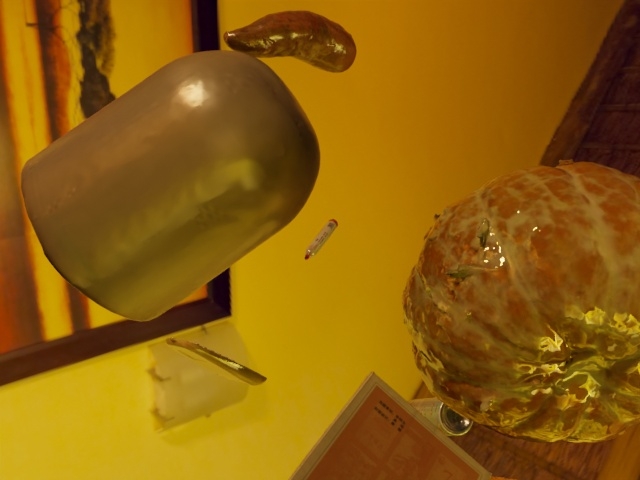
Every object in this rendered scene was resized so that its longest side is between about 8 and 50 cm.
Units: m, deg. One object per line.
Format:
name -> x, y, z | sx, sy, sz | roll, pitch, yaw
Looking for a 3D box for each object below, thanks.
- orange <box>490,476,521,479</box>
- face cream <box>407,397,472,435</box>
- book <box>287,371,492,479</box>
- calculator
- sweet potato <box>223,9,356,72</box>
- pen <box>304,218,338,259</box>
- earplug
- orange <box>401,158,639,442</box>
orange -> 0.360, 0.644, 1.258 | 0.341, 0.341, 0.293 | -25, -129, 49
face cream -> 0.221, 0.358, 1.240 | 0.075, 0.075, 0.229 | 66, -22, 10
book -> 0.057, 0.254, 0.587 | 0.170, 0.242, 0.018 | 40, -49, 10
calculator -> -0.241, 0.269, 1.365 | 0.157, 0.236, 0.033 | -3, -123, 51
sweet potato -> -0.043, -0.358, 1.080 | 0.097, 0.292, 0.097 | 5, -84, 46
pen -> 0.000, 0.000, 1.297 | 0.026, 0.218, 0.026 | 6, -68, 14
earplug -> -0.199, -0.103, 0.940 | 0.394, 0.312, 0.312 | -33, -107, 9
orange -> 0.257, 0.078, 0.676 | 0.329, 0.249, 0.329 | 3, -63, 5
